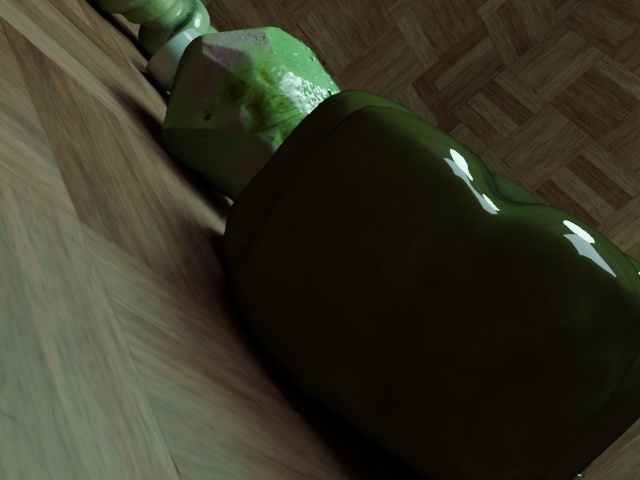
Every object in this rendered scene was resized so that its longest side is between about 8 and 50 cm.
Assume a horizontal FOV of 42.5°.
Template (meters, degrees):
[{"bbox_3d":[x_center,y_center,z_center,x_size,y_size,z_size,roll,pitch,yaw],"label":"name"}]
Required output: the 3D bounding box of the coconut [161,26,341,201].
[{"bbox_3d":[-0.096,-0.162,1.049,0.236,0.236,0.205,46,-17,-32],"label":"coconut"}]

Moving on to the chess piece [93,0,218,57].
[{"bbox_3d":[-0.281,-0.402,1.475,0.330,0.182,0.182,53,2,-45],"label":"chess piece"}]

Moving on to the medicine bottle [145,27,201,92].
[{"bbox_3d":[-0.147,-0.197,1.337,0.296,0.111,0.161,51,-10,-6],"label":"medicine bottle"}]

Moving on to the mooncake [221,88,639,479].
[{"bbox_3d":[0.130,0.042,0.849,0.467,0.262,0.467,32,12,-8],"label":"mooncake"}]

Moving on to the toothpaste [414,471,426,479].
[{"bbox_3d":[0.110,0.215,0.905,0.099,0.061,0.392,37,11,-46],"label":"toothpaste"}]

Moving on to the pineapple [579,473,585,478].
[{"bbox_3d":[0.351,0.391,1.275,0.364,0.165,0.165,43,2,29],"label":"pineapple"}]
